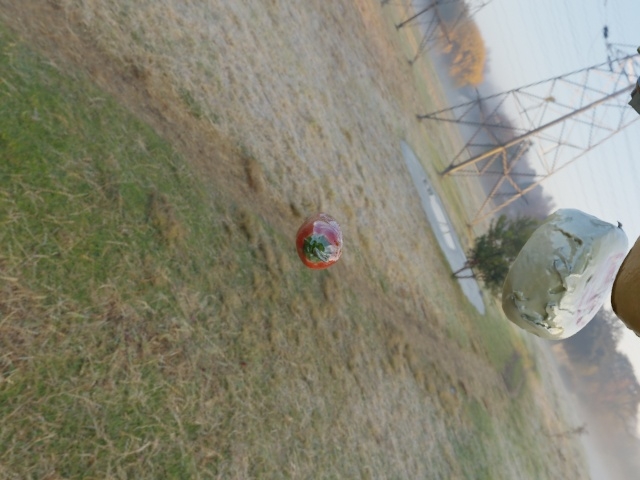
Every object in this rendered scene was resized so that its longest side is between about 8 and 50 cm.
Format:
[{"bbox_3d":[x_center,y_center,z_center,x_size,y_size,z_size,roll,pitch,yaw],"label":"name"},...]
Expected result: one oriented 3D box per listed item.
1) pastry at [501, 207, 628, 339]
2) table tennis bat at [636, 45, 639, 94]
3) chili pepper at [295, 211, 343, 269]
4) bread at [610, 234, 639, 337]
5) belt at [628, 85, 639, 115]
[{"bbox_3d":[0.442,0.062,0.943,0.133,0.265,0.265,37,-5,42],"label":"pastry"},{"bbox_3d":[0.517,-0.246,0.779,0.013,0.087,0.156,68,15,-51],"label":"table tennis bat"},{"bbox_3d":[-0.001,-0.001,0.562,0.191,0.050,0.059,-68,149,-83],"label":"chili pepper"},{"bbox_3d":[0.449,0.075,0.613,0.204,0.162,0.262,42,34,-5],"label":"bread"},{"bbox_3d":[0.808,-0.302,1.141,0.230,0.139,0.126,63,-29,27],"label":"belt"}]
